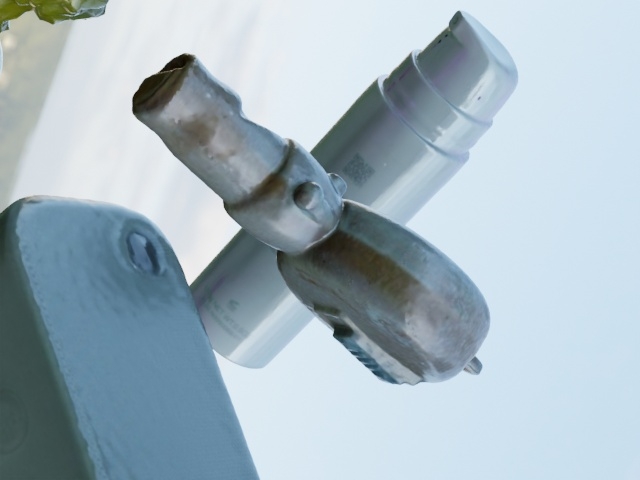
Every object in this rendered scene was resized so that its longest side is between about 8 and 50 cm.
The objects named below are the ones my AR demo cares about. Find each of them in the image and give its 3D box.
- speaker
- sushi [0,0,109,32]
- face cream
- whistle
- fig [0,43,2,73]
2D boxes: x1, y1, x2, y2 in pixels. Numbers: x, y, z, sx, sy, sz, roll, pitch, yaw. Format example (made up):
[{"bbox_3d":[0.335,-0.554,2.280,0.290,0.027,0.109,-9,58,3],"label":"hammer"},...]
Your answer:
[{"bbox_3d":[-0.155,0.190,1.121,0.184,0.183,0.406,-29,-106,26],"label":"speaker"},{"bbox_3d":[-0.227,-0.254,0.862,0.397,0.240,0.351,-6,-120,43],"label":"sushi"},{"bbox_3d":[0.028,-0.041,1.382,0.345,0.102,0.102,-45,-159,22],"label":"face cream"},{"bbox_3d":[0.000,0.000,0.783,0.057,0.220,0.107,-53,-154,-14],"label":"whistle"},{"bbox_3d":[-0.447,-0.181,1.736,0.230,0.207,0.207,-39,-175,-14],"label":"fig"}]
